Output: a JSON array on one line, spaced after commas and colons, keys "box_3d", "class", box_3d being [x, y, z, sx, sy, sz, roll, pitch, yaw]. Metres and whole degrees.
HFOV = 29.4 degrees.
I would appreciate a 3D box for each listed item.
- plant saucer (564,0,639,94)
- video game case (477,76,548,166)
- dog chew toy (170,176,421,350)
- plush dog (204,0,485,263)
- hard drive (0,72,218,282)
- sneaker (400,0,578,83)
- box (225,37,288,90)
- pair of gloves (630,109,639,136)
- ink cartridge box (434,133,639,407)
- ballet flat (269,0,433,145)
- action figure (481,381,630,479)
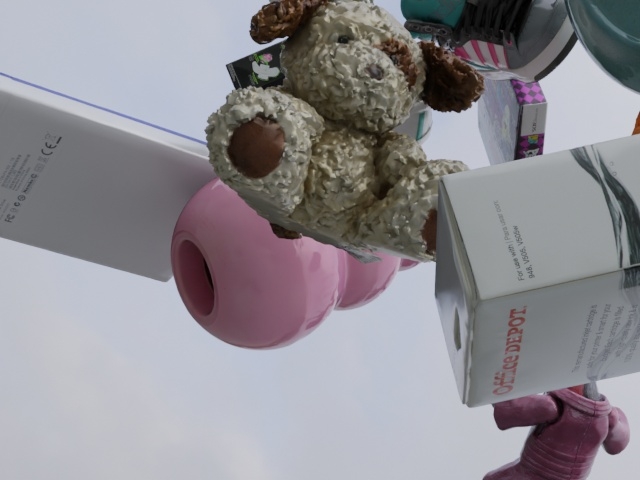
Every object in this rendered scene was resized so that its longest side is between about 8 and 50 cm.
[{"box_3d": [0.328, -0.272, 1.022, 0.318, 0.044, 0.317, -12, -108, 43], "class": "plant saucer"}, {"box_3d": [0.261, -0.171, 1.683, 0.232, 0.042, 0.210, -99, -176, -48], "class": "video game case"}, {"box_3d": [0.000, 0.000, 1.399, 0.206, 0.332, 0.206, 34, -48, 48], "class": "dog chew toy"}, {"box_3d": [0.023, -0.114, 1.142, 0.262, 0.225, 0.210, 20, -10, -15], "class": "plush dog"}, {"box_3d": [-0.274, -0.065, 1.407, 0.210, 0.319, 0.040, -50, -143, 34], "class": "hard drive"}, {"box_3d": [0.190, -0.278, 1.447, 0.178, 0.123, 0.295, 27, -5, -14], "class": "sneaker"}, {"box_3d": [-0.055, -0.181, 1.388, 0.062, 0.083, 0.052, 66, 2, -58], "class": "box"}, {"box_3d": [0.313, -0.106, 1.090, 0.083, 0.010, 0.074, 40, -70, 57], "class": "pair of gloves"}, {"box_3d": [0.174, 0.014, 0.712, 0.153, 0.208, 0.087, 84, -7, -60], "class": "ink cartridge box"}, {"box_3d": [0.047, -0.311, 1.784, 0.400, 0.139, 0.139, 57, -26, 19], "class": "ballet flat"}, {"box_3d": [0.319, 0.306, 1.697, 0.275, 0.248, 0.370, -115, -145, -68], "class": "action figure"}]
